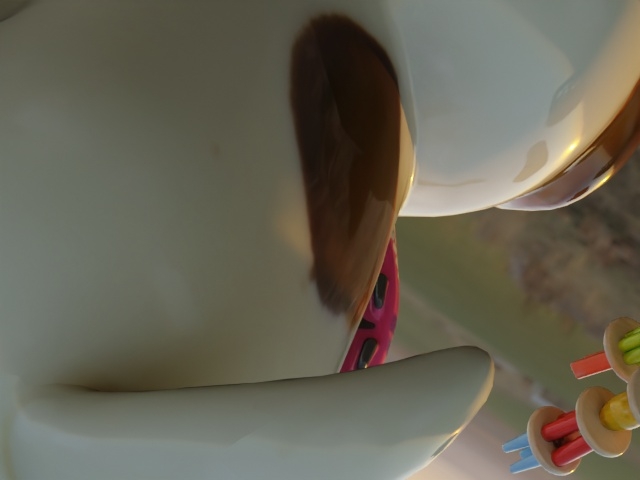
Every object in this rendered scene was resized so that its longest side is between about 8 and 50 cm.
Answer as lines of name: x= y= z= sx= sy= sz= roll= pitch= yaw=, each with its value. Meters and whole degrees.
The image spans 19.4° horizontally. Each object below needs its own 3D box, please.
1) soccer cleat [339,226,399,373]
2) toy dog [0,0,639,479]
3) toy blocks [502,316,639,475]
soccer cleat: x=0.000 y=0.000 z=1.283 sx=0.116 sy=0.331 sz=0.143 roll=9 pitch=163 yaw=0
toy dog: x=-0.043 y=-0.069 z=0.691 sx=0.395 sy=0.408 sz=0.284 roll=4 pitch=122 yaw=48
toy blocks: x=0.201 y=0.112 z=1.364 sx=0.054 sy=0.123 sz=0.148 roll=43 pitch=138 yaw=-17
